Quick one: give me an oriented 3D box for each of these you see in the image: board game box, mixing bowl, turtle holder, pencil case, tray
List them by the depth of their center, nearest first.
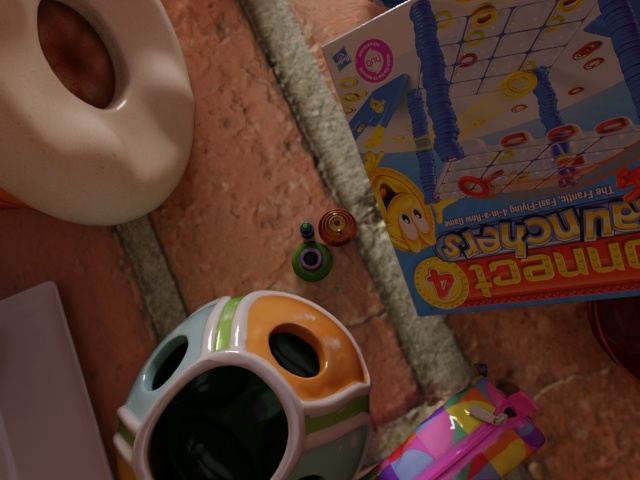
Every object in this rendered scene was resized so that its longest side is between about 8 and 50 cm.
[{"bbox_3d":[0.191,-0.094,0.451,0.308,0.086,0.302,-13,104,36],"label":"board game box"},{"bbox_3d":[-0.101,0.186,0.477,0.320,0.227,0.243,-23,80,-1],"label":"turtle holder"},{"bbox_3d":[0.123,0.242,0.519,0.236,0.104,0.104,-40,80,-3],"label":"pencil case"},{"bbox_3d":[0.368,0.075,0.533,0.181,0.098,0.182,-1,79,4],"label":"mixing bowl"},{"bbox_3d":[-0.343,0.197,0.591,0.145,0.030,0.270,-22,79,0],"label":"tray"}]

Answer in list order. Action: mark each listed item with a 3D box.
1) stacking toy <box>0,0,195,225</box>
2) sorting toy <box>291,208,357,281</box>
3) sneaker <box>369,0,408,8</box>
[{"bbox_3d":[-0.425,-0.155,0.570,0.479,0.350,0.351,-10,78,21],"label":"stacking toy"},{"bbox_3d":[0.000,0.000,0.599,0.061,0.042,0.102,36,84,9],"label":"sorting toy"},{"bbox_3d":[0.118,-0.349,0.650,0.190,0.071,0.083,34,77,0],"label":"sneaker"}]
